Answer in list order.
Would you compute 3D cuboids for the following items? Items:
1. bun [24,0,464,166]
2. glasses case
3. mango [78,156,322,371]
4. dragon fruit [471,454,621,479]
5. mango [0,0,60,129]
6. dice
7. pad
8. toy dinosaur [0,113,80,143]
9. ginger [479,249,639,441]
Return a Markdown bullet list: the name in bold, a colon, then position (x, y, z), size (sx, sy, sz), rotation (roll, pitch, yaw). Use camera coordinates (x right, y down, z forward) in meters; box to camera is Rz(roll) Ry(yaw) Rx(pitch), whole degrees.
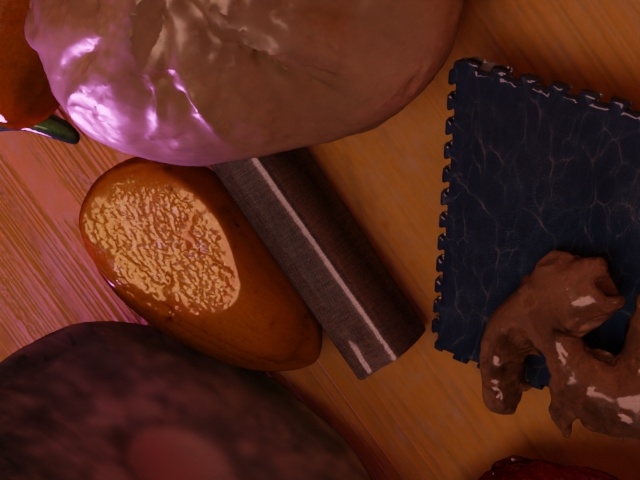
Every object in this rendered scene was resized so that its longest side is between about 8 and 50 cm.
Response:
- **bun**: position (-0.074, -0.209, 0.959), size (0.361, 0.213, 0.361), rotation (13, 117, 27)
- **glasses case**: position (0.000, 0.000, 1.099), size (0.047, 0.071, 0.205), rotation (-33, 93, 32)
- **mango**: position (-0.084, 0.020, 1.137), size (0.217, 0.102, 0.141), rotation (39, 119, 6)
- **dragon fruit**: position (0.175, 0.285, 1.100), size (0.317, 0.152, 0.205), rotation (-54, 39, 21)
- **mango**: position (-0.252, -0.195, 1.131), size (0.147, 0.109, 0.227), rotation (-1, 113, 4)
- **dice**: position (-0.164, 0.292, 1.153), size (0.330, 0.328, 0.348), rotation (34, 119, 13)
- **pad**: position (0.202, 0.019, 0.999), size (0.269, 0.012, 0.269), rotation (17, 131, 22)
- **toy dinosaur**: position (-0.425, 0.053, 1.323), size (0.500, 0.144, 0.374), rotation (3, 120, 18)
- **ginger**: position (0.228, 0.092, 0.987), size (0.259, 0.065, 0.149), rotation (19, 130, 24)
